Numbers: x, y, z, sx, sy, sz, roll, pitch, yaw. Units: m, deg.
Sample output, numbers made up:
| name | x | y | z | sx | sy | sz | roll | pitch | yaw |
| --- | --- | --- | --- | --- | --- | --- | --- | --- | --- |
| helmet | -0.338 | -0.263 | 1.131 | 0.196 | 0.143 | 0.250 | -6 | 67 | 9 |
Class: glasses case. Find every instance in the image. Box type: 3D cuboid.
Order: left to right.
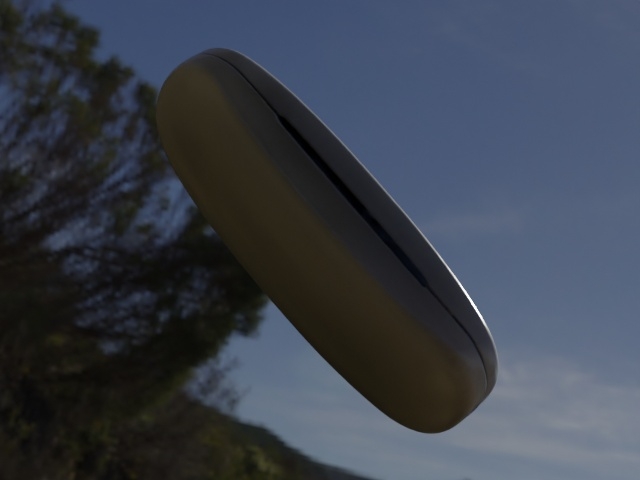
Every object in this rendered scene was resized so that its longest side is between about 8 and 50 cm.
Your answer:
| name | x | y | z | sx | sy | sz | roll | pitch | yaw |
| --- | --- | --- | --- | --- | --- | --- | --- | --- | --- |
| glasses case | 0.000 | 0.000 | 0.570 | 0.193 | 0.049 | 0.074 | 48 | -34 | 8 |
